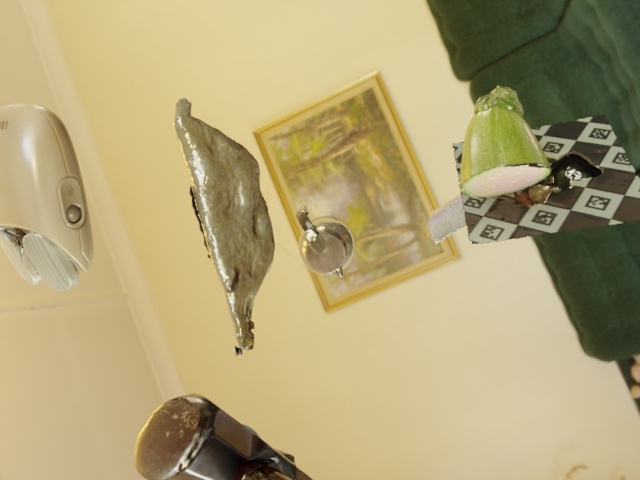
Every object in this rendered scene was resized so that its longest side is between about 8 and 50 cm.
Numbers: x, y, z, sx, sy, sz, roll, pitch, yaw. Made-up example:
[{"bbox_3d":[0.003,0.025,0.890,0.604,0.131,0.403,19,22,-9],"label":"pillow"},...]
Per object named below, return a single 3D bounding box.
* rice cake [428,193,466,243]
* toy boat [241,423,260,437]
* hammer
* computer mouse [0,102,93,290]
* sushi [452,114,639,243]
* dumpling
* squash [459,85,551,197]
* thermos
[{"bbox_3d":[0.385,-0.115,1.260,0.072,0.365,0.056,46,-154,-14],"label":"rice cake"},{"bbox_3d":[-0.150,0.427,1.119,0.105,0.034,0.149,20,-136,-24],"label":"toy boat"},{"bbox_3d":[0.017,0.275,0.537,0.242,0.409,0.095,49,-117,-38],"label":"hammer"},{"bbox_3d":[-0.364,-0.052,0.736,0.082,0.145,0.236,-26,-62,-55],"label":"computer mouse"},{"bbox_3d":[0.305,-0.072,0.798,0.231,0.220,0.047,-84,-20,-47],"label":"sushi"},{"bbox_3d":[-0.107,-0.021,0.779,0.166,0.086,0.332,19,-123,-81],"label":"dumpling"},{"bbox_3d":[0.207,-0.129,0.686,0.105,0.105,0.132,33,-131,-68],"label":"squash"},{"bbox_3d":[0.000,0.000,1.022,0.137,0.105,0.193,58,-175,-4],"label":"thermos"}]
